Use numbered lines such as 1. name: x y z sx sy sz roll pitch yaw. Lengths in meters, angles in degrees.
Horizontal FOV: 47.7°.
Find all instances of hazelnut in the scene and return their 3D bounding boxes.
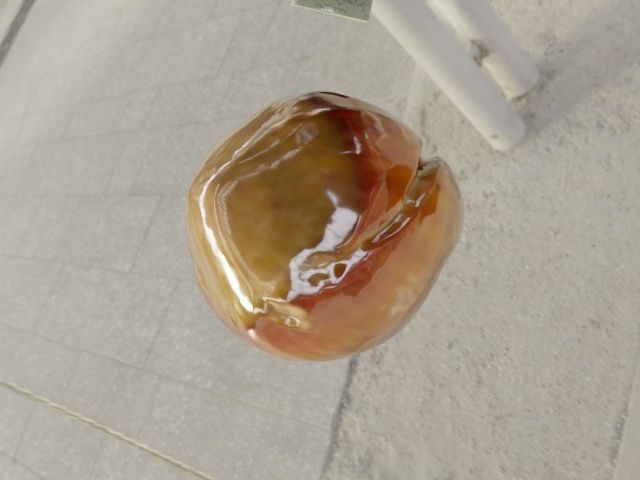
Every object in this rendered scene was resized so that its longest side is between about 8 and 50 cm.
1. hazelnut: 0.000 0.000 0.461 0.182 0.182 0.182 -23 51 32

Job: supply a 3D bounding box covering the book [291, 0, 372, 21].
1. book: 0.032 -0.413 1.039 0.012 0.118 0.172 -121 41 -70
